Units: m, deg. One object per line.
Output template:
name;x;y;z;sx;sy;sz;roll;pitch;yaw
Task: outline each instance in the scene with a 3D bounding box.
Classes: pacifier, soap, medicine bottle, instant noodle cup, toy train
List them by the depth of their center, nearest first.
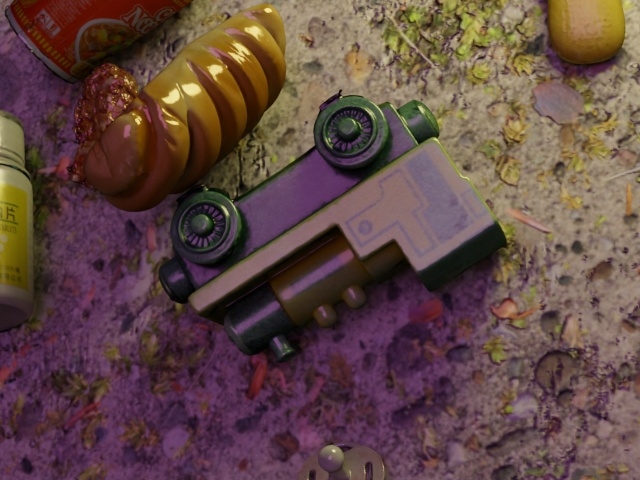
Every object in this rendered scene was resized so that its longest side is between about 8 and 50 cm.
pacifier;0.018;0.245;1.218;0.099;0.078;0.081;-12;49;12
toy train;0.000;0.000;1.272;0.369;0.150;0.237;-33;73;5
soap;0.311;-0.292;1.322;0.089;0.033;0.168;-4;86;10
medicine bottle;-0.430;-0.026;1.392;0.143;0.143;0.258;-11;69;12
instant noodle cup;-0.286;-0.319;1.437;0.212;0.193;0.193;-39;67;9

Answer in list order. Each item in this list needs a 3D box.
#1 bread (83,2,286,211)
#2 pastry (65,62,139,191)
bread;-0.148;-0.144;1.295;0.121;0.173;0.311;45;47;-7
pastry;-0.267;-0.140;1.431;0.087;0.063;0.169;0;77;25
